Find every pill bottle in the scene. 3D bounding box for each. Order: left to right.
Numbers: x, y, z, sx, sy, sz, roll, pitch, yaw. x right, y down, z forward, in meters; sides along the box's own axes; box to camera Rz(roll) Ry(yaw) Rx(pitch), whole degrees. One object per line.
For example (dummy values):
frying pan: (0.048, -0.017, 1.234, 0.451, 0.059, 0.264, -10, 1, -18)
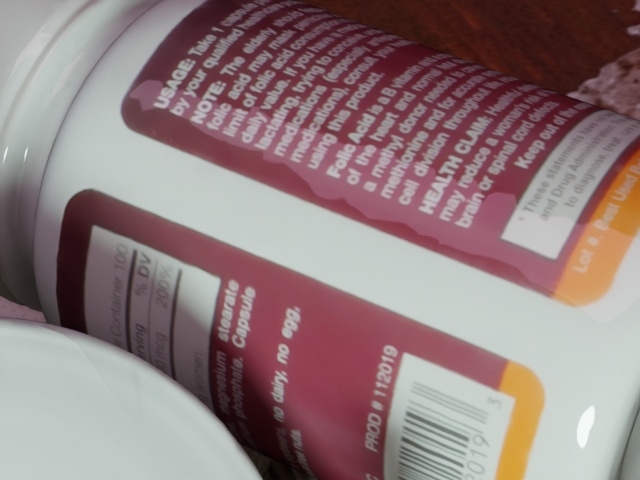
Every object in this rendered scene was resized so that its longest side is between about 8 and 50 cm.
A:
pill bottle: (0.000, 0.000, 0.879, 0.392, 0.224, 0.224, 23, 51, 22)

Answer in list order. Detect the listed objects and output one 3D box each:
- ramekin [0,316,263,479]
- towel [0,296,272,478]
ramekin: (-0.155, 0.166, 0.762, 0.273, 0.273, 0.127, -27, 5, -15)
towel: (-0.125, 0.064, 1.032, 0.282, 0.049, 0.187, 14, 47, 30)
